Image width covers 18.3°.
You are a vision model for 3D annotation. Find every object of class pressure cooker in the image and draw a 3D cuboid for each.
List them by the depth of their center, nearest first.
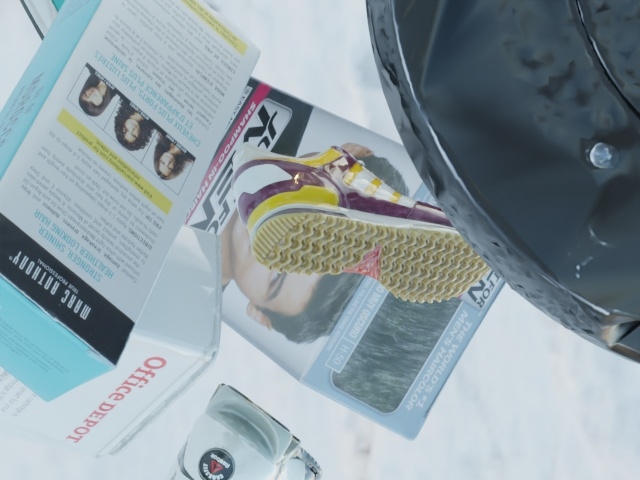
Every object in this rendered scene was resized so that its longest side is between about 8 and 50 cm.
[{"bbox_3d":[0.212,-0.125,0.966,0.420,0.376,0.369,-10,104,-82],"label":"pressure cooker"}]

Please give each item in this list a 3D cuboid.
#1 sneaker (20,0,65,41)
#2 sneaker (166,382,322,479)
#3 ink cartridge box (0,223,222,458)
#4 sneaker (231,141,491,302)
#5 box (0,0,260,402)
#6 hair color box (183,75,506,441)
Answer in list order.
[{"bbox_3d":[-0.214,-0.304,1.784,0.295,0.178,0.124,61,2,8],"label":"sneaker"},{"bbox_3d":[-0.090,0.232,1.920,0.146,0.122,0.330,-55,166,-6],"label":"sneaker"},{"bbox_3d":[-0.186,0.038,1.162,0.158,0.218,0.092,-43,-144,46],"label":"ink cartridge box"},{"bbox_3d":[0.030,-0.018,1.224,0.185,0.069,0.084,14,43,-37],"label":"sneaker"},{"bbox_3d":[-0.118,-0.042,1.039,0.100,0.060,0.244,41,45,-21],"label":"box"},{"bbox_3d":[0.000,0.000,1.564,0.114,0.374,0.185,31,90,-28],"label":"hair color box"}]
